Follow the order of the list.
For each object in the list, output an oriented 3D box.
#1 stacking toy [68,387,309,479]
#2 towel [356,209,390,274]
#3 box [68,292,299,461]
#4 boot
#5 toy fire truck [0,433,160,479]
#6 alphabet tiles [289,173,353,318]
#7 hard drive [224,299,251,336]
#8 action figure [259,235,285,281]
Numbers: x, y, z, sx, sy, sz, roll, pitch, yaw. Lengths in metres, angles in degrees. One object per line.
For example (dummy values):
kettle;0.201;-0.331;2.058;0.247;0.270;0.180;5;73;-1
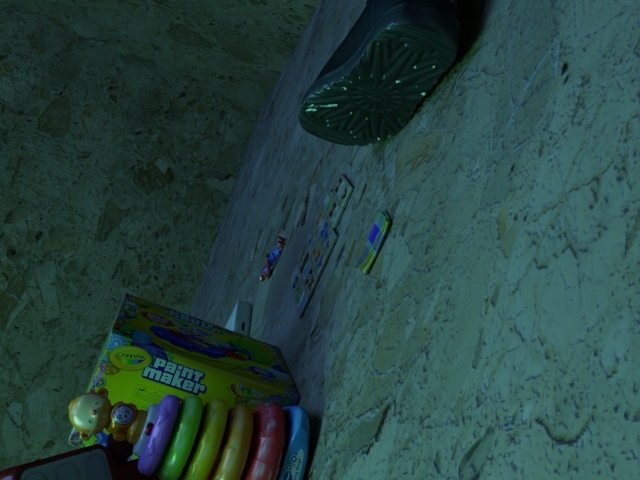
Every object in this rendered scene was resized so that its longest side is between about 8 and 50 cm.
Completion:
stacking toy;-0.177;0.258;0.996;0.166;0.301;0.175;145;146;-69
towel;0.072;0.003;1.045;0.060;0.009;0.083;-102;35;-70
box;-0.216;0.238;1.231;0.279;0.289;0.177;-145;77;-77
boot;0.126;-0.398;1.161;0.367;0.146;0.445;-30;43;59
toy fire truck;-0.261;0.375;0.964;0.302;0.169;0.254;7;-116;-68
alphabet tiles;0.000;0.000;1.369;0.198;0.009;0.237;-113;45;-73
hard drive;-0.241;0.316;1.808;0.203;0.040;0.308;-92;26;-62
action figure;-0.112;0.045;1.740;0.038;0.030;0.115;-104;35;-62
